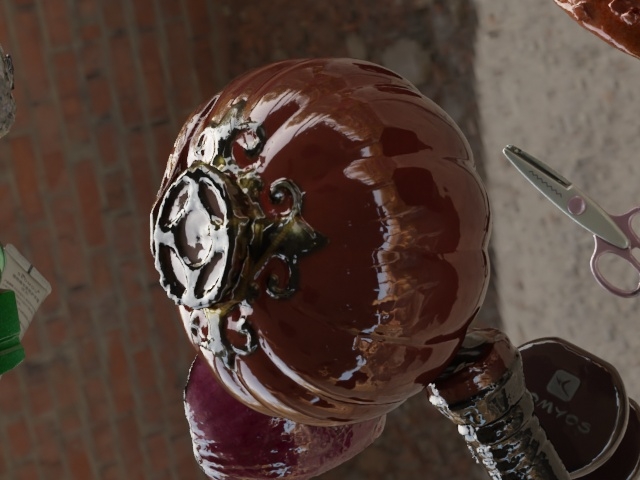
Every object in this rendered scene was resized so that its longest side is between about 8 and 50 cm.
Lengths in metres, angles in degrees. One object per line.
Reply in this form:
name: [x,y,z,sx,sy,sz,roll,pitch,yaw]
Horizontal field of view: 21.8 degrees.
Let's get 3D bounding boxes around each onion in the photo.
onion: [-0.022,0.184,1.891,0.111,0.250,0.247,39,146,50]

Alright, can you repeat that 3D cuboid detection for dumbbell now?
dumbbell: [0.247,0.182,1.643,0.140,0.124,0.225,28,174,22]

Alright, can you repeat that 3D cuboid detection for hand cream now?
hand cream: [-0.296,0.093,1.482,0.042,0.194,0.067,-19,127,36]

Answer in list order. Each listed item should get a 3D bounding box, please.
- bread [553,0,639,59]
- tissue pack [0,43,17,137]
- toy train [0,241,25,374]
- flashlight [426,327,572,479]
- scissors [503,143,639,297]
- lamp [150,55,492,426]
bread: [0.240,-0.195,1.115,0.212,0.224,0.142,-115,35,-43]
tissue pack: [-0.412,-0.110,1.349,0.257,0.215,0.123,-2,97,35]
toy train: [-0.295,0.044,1.238,0.178,0.071,0.104,2,106,42]
flashlight: [0.169,0.187,1.414,0.093,0.093,0.232,3,126,59]
scissors: [0.233,-0.028,1.471,0.176,0.022,0.085,40,101,7]
lamp: [0.000,0.000,1.350,0.303,0.257,0.303,-1,89,52]
